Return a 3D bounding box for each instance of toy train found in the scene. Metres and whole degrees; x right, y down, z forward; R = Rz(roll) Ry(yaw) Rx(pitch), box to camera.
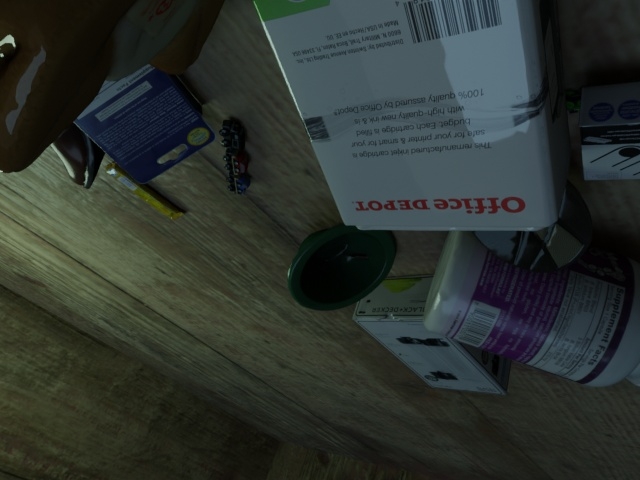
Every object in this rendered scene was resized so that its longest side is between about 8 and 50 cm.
[{"bbox_3d":[-0.122,-0.116,0.766,0.036,0.027,0.158,10,150,1],"label":"toy train"},{"bbox_3d":[0.264,-0.131,0.479,0.083,0.017,0.023,-2,153,38],"label":"toy train"}]

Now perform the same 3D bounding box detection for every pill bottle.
[{"bbox_3d":[0.296,0.081,0.658,0.301,0.169,0.169,18,151,8],"label":"pill bottle"}]

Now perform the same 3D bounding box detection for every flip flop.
[{"bbox_3d":[0.174,-0.072,0.580,0.277,0.080,0.112,35,127,9],"label":"flip flop"}]

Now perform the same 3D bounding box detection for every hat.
[{"bbox_3d":[0.000,0.000,0.880,0.208,0.184,0.173,-40,131,12],"label":"hat"}]

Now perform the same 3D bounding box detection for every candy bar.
[{"bbox_3d":[-0.320,-0.088,0.960,0.040,0.018,0.161,-16,133,44],"label":"candy bar"}]

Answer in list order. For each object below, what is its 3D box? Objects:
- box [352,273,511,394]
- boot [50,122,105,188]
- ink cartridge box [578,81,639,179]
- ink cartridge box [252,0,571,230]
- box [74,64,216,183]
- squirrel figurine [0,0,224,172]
[{"bbox_3d":[0.213,0.177,0.962,0.169,0.087,0.290,-9,139,44],"label":"box"},{"bbox_3d":[-0.448,-0.191,0.730,0.280,0.096,0.264,13,152,-10],"label":"boot"},{"bbox_3d":[0.333,-0.093,0.437,0.207,0.046,0.097,2,158,30],"label":"ink cartridge box"},{"bbox_3d":[0.081,-0.146,0.426,0.198,0.115,0.273,2,133,33],"label":"ink cartridge box"},{"bbox_3d":[-0.249,-0.182,0.658,0.136,0.037,0.225,-29,131,9],"label":"box"},{"bbox_3d":[-0.239,-0.310,0.344,0.370,0.281,0.397,39,135,-8],"label":"squirrel figurine"}]
